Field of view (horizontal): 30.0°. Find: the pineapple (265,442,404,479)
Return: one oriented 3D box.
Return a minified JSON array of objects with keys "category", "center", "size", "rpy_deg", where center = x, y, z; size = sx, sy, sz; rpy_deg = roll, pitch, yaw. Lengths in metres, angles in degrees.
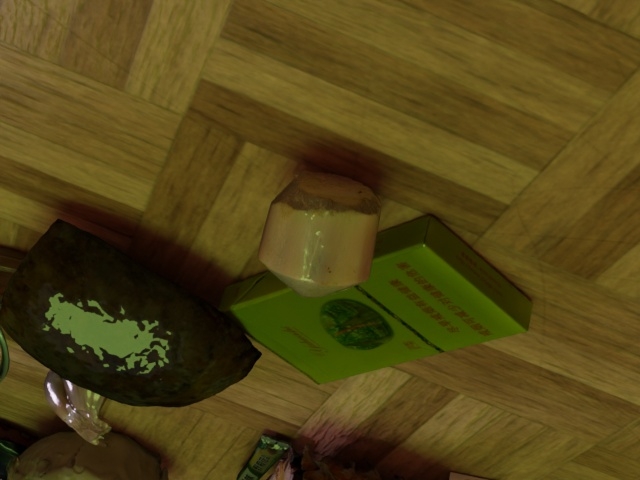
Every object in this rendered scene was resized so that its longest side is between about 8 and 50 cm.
[{"category":"pineapple","center":[0.033,0.495,1.748],"size":[0.300,0.352,0.352],"rpy_deg":[25,146,-7]}]

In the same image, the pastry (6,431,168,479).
[{"category":"pastry","center":[-0.381,0.409,1.947],"size":[0.264,0.133,0.265],"rpy_deg":[2,134,2]}]

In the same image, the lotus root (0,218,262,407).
[{"category":"lotus root","center":[-0.236,0.117,1.448],"size":[0.314,0.142,0.210],"rpy_deg":[33,158,-16]}]

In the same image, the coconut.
[{"category":"coconut","center":[0.000,0.000,1.205],"size":[0.116,0.116,0.122],"rpy_deg":[14,109,2]}]

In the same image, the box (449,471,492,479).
[{"category":"box","center":[0.236,0.406,1.800],"size":[0.100,0.048,0.152],"rpy_deg":[12,149,9]}]

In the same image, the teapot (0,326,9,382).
[{"category":"teapot","center":[-0.517,0.130,1.575],"size":[0.232,0.159,0.159],"rpy_deg":[21,149,-32]}]

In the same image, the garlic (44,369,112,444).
[{"category":"garlic","center":[-0.330,0.211,1.709],"size":[0.124,0.099,0.174],"rpy_deg":[40,140,-2]}]

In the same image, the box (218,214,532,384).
[{"category":"box","center":[0.055,0.079,1.387],"size":[0.335,0.047,0.187],"rpy_deg":[-21,133,41]}]

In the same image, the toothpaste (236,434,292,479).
[{"category":"toothpaste","center":[-0.096,0.347,1.861],"size":[0.049,0.031,0.204],"rpy_deg":[21,144,-9]}]

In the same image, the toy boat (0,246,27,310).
[{"category":"toy boat","center":[-0.416,0.050,1.508],"size":[0.200,0.077,0.057],"rpy_deg":[13,148,3]}]

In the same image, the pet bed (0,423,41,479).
[{"category":"pet bed","center":[-0.545,0.369,2.059],"size":[0.201,0.053,0.201],"rpy_deg":[11,146,8]}]
